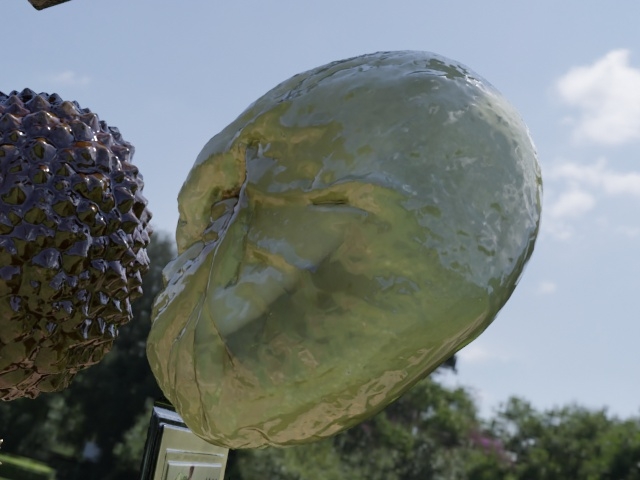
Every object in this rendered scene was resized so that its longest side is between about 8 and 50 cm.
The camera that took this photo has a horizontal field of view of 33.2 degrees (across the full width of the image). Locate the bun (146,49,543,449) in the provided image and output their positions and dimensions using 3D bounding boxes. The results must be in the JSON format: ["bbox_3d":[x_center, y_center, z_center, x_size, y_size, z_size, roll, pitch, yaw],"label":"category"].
[{"bbox_3d":[0.000,0.000,0.449,0.188,0.164,0.111,-38,-55,24],"label":"bun"}]

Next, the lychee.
[{"bbox_3d":[-0.265,-0.004,0.900,0.267,0.267,0.267,15,-13,3],"label":"lychee"}]

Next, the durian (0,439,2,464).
[{"bbox_3d":[-0.486,0.259,1.422,0.112,0.191,0.341,17,29,-25],"label":"durian"}]

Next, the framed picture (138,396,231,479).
[{"bbox_3d":[-0.091,0.202,0.675,0.010,0.199,0.195,8,-11,10],"label":"framed picture"}]

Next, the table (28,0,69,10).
[{"bbox_3d":[-0.301,-0.314,1.138,0.043,0.133,0.133,-17,-15,1],"label":"table"}]
